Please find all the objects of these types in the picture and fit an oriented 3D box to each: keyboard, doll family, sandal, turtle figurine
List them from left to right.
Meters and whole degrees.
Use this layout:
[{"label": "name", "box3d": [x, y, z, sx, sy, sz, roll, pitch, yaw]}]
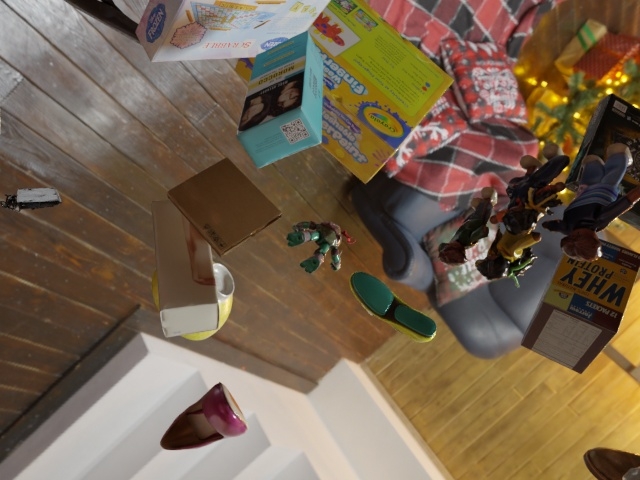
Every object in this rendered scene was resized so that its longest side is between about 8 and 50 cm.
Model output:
[{"label": "keyboard", "box3d": [-0.574, -0.074, 0.991, 0.100, 0.192, 0.038, -5, 104, -29]}, {"label": "sandal", "box3d": [-0.386, -0.418, 0.886, 0.254, 0.097, 0.054, 28, 96, -11]}, {"label": "turtle figurine", "box3d": [0.000, 0.000, 1.357, 0.118, 0.175, 0.234, -50, 172, 25]}, {"label": "doll family", "box3d": [0.177, -0.015, 0.426, 0.111, 0.076, 0.193, -49, 177, -33]}]

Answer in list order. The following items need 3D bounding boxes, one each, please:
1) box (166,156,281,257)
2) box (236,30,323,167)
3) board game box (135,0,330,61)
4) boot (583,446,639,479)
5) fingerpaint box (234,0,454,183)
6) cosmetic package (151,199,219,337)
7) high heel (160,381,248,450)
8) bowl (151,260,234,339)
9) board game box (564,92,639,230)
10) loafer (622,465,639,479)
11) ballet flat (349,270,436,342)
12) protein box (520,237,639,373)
[{"label": "box", "box3d": [-0.208, -0.078, 1.082, 0.164, 0.201, 0.021, -36, 157, -23]}, {"label": "box", "box3d": [-0.053, -0.215, 0.734, 0.101, 0.244, 0.060, -19, 131, 18]}, {"label": "board game box", "box3d": [-0.097, -0.424, 0.812, 0.319, 0.066, 0.318, -23, 172, -45]}, {"label": "boot", "box3d": [0.645, 0.420, 0.906, 0.112, 0.305, 0.115, -65, 167, -62]}, {"label": "fingerpaint box", "box3d": [0.071, -0.428, 1.300, 0.371, 0.445, 0.163, -51, -178, -35]}, {"label": "cosmetic package", "box3d": [-0.324, 0.060, 1.191, 0.129, 0.296, 0.153, -5, 149, -17]}, {"label": "high heel", "box3d": [-0.180, 0.271, 0.727, 0.117, 0.082, 0.244, -29, 176, -24]}, {"label": "bowl", "box3d": [-0.368, 0.153, 1.578, 0.156, 0.289, 0.289, -28, 148, 23]}, {"label": "board game box", "box3d": [0.378, -0.067, 0.558, 0.126, 0.186, 0.026, -60, -179, -16]}, {"label": "loafer", "box3d": [0.379, 0.256, 0.337, 0.111, 0.319, 0.112, 37, 77, -33]}, {"label": "ballet flat", "box3d": [0.152, 0.157, 1.121, 0.077, 0.231, 0.077, -56, -179, -29]}, {"label": "protein box", "box3d": [0.538, 0.130, 1.041, 0.200, 0.136, 0.201, -53, 154, -27]}]
